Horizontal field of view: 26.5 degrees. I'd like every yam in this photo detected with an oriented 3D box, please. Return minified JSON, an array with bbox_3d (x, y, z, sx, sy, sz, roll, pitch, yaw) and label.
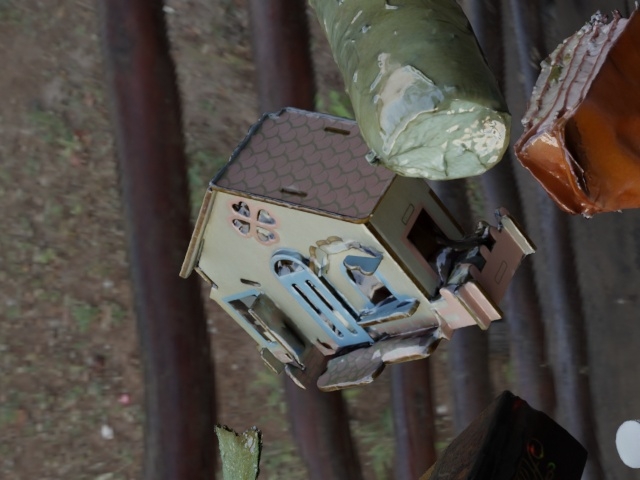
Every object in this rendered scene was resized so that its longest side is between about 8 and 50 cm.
[{"bbox_3d":[0.029,-0.152,0.808,0.083,0.083,0.371,-38,35,16],"label":"yam"}]

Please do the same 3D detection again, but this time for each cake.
[{"bbox_3d":[0.272,-0.131,1.320,0.135,0.287,0.098,37,136,-15],"label":"cake"}]

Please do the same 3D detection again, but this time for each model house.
[{"bbox_3d":[0.000,0.000,1.302,0.326,0.169,0.244,-16,120,46],"label":"model house"}]

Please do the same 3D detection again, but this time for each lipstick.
[{"bbox_3d":[0.296,0.157,1.088,0.038,0.131,0.038,3,94,58],"label":"lipstick"}]

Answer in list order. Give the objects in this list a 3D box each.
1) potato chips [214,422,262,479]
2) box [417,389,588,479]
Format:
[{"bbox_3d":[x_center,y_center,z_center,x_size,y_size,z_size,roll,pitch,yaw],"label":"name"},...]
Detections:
[{"bbox_3d":[-0.092,0.256,1.496,0.026,0.209,0.142,-9,53,-18],"label":"potato chips"},{"bbox_3d":[0.087,0.366,1.376,0.116,0.264,0.415,38,125,1],"label":"box"}]
